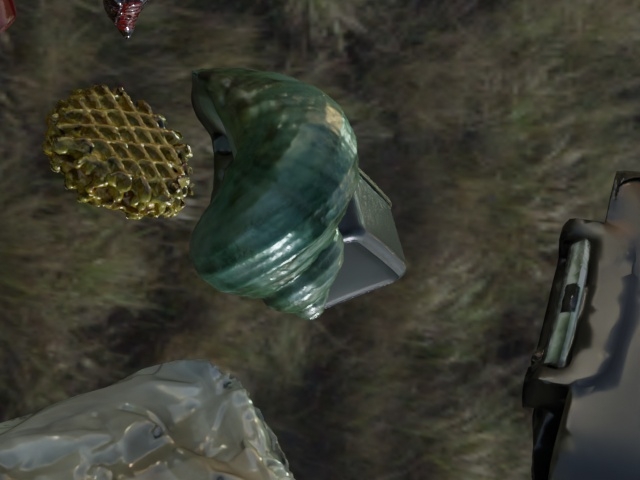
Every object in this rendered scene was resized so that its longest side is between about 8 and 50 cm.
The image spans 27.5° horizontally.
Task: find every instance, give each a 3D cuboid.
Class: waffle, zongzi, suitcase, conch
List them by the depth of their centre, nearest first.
[{"bbox_3d":[0.235,0.173,0.861,0.434,0.194,0.283,79,25,-47],"label":"suitcase"},{"bbox_3d":[-0.040,-0.038,0.973,0.122,0.176,0.188,8,81,-29],"label":"conch"},{"bbox_3d":[-0.241,-0.103,1.579,0.197,0.070,0.193,25,34,-23],"label":"waffle"},{"bbox_3d":[-0.254,-0.303,1.641,0.073,0.083,0.067,-3,65,-47],"label":"zongzi"}]

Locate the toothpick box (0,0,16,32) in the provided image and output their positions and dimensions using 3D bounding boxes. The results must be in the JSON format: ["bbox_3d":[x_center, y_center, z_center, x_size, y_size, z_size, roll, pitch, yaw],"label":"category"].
[{"bbox_3d":[-0.435,-0.368,1.304,0.204,0.204,0.333,-37,132,-42],"label":"toothpick box"}]

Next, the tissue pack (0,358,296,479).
[{"bbox_3d":[-0.209,0.255,0.933,0.375,0.195,0.390,-18,148,-15],"label":"tissue pack"}]

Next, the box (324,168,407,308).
[{"bbox_3d":[0.000,0.000,1.358,0.201,0.144,0.090,41,30,-65],"label":"box"}]
